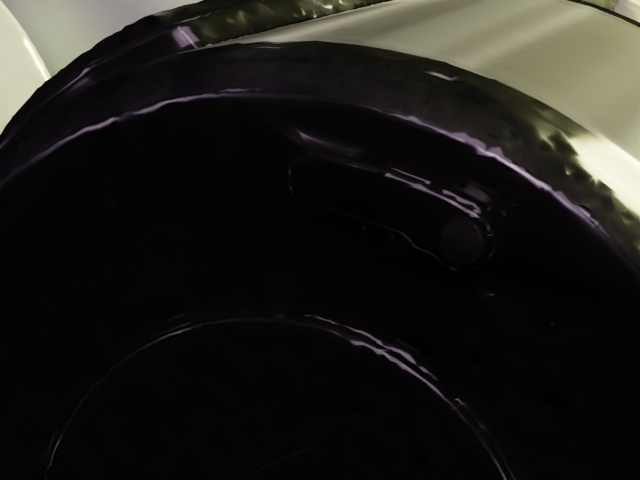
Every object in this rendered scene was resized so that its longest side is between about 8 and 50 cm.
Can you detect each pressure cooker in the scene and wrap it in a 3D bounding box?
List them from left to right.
[{"bbox_3d":[0.048,0.075,0.755,0.370,0.375,0.420,9,15,19],"label":"pressure cooker"}]

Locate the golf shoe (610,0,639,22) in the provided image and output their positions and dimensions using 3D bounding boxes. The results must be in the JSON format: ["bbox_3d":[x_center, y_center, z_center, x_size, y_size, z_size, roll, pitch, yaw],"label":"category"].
[{"bbox_3d":[0.317,-0.096,1.197,0.273,0.120,0.105,12,43,-2],"label":"golf shoe"}]

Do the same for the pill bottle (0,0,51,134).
[{"bbox_3d":[-0.320,-0.002,0.878,0.361,0.204,0.204,-37,62,-28],"label":"pill bottle"}]

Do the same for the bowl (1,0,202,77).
[{"bbox_3d":[-0.096,-0.097,1.041,0.298,0.298,0.134,17,79,5],"label":"bowl"}]
